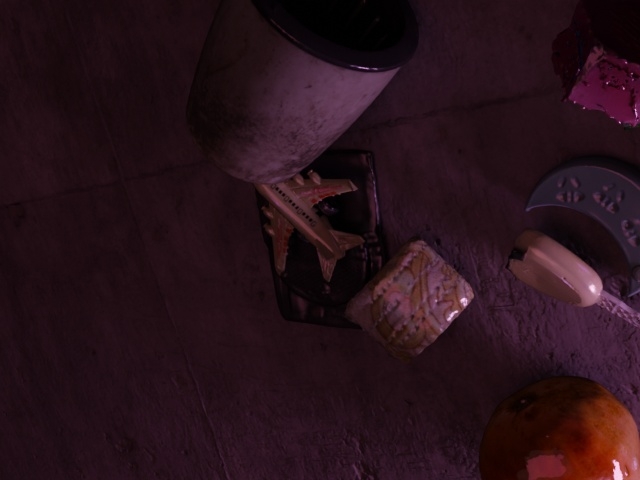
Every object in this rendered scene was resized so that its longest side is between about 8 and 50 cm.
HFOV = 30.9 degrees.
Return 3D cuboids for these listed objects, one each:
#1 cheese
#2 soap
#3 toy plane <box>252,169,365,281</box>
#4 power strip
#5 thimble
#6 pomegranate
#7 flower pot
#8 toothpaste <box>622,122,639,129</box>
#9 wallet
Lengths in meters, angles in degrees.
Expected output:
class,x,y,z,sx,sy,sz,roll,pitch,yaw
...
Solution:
class,x,y,z,sx,sy,sz,roll,pitch,yaw
cheese,0.402,0.073,1.760,0.251,0.054,0.127,31,165,13
soap,0.393,-0.242,1.531,0.162,0.250,0.099,40,128,10
toy plane,-0.037,-0.053,1.952,0.244,0.092,0.229,50,123,13
power strip,0.437,-0.029,1.719,0.253,0.054,0.168,39,127,14
thimble,0.143,0.102,1.901,0.143,0.137,0.190,45,104,3
pomegranate,0.383,0.353,1.816,0.252,0.229,0.270,-19,110,29
flower pot,-0.050,-0.269,1.798,0.293,0.293,0.330,45,134,8
toothpaste,0.474,-0.176,1.654,0.083,0.017,0.020,-10,105,35
wallet,0.000,0.000,2.021,0.247,0.041,0.323,2,106,31
